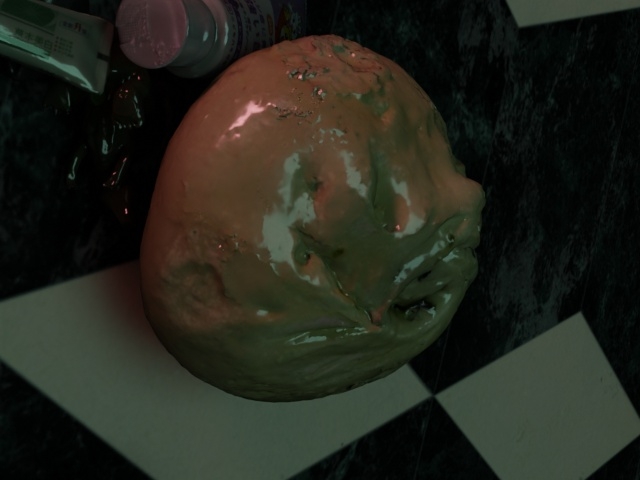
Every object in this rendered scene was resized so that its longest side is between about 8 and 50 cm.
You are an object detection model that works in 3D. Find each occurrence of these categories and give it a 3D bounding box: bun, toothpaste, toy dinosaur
[{"bbox_3d":[0.000,0.000,0.841,0.326,0.234,0.362,-46,148,-13],"label":"bun"},{"bbox_3d":[-0.254,-0.166,0.687,0.218,0.041,0.064,15,71,-31],"label":"toothpaste"},{"bbox_3d":[-0.070,-0.179,0.847,0.299,0.073,0.113,-17,107,-66],"label":"toothpaste"},{"bbox_3d":[-0.170,-0.111,0.834,0.179,0.087,0.187,-67,169,-70],"label":"toy dinosaur"}]

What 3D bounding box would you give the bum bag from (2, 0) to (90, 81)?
[{"bbox_3d":[-0.216,-0.220,0.735,0.087,0.049,0.197,-26,124,-45],"label":"bum bag"}]
